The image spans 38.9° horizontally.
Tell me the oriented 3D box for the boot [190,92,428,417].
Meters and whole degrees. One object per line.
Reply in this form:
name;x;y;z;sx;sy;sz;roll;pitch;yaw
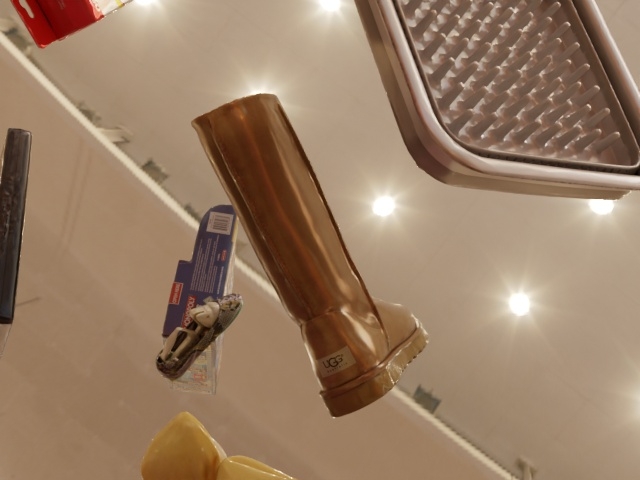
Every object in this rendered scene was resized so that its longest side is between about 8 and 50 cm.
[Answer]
boot;0.000;0.000;0.824;0.089;0.236;0.269;-25;-89;11

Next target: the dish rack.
dish rack;0.143;-0.173;0.788;0.072;0.286;0.332;-45;-128;45

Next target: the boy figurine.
boy figurine;-0.035;0.251;0.877;0.285;0.177;0.092;18;-108;18

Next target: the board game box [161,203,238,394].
board game box;-0.141;0.089;1.073;0.060;0.194;0.194;9;-41;-3

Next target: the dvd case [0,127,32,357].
dvd case;-0.272;0.057;0.728;0.022;0.180;0.253;10;-42;-24

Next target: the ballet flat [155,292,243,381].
ballet flat;-0.126;0.092;0.921;0.041;0.041;0.114;40;-97;5

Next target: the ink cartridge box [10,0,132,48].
ink cartridge box;-0.340;-0.372;1.269;0.078;0.231;0.134;-16;-66;27
